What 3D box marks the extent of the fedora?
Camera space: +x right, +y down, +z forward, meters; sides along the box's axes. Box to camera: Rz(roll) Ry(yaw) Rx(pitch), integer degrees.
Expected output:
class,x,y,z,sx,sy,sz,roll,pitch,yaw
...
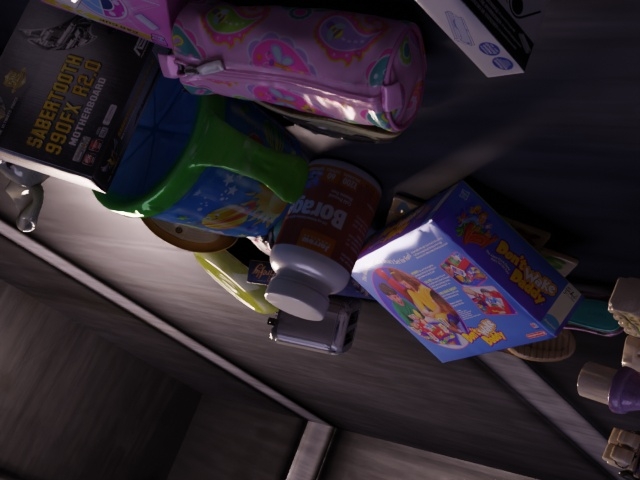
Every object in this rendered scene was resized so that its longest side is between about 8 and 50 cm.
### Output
class,x,y,z,sx,sy,sz,roll,pitch,yaw
fedora,-0.216,-0.064,1.631,0.194,0.194,0.079,25,124,-9

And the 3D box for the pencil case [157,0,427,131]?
class,x,y,z,sx,sy,sz,roll,pitch,yaw
pencil case,-0.029,-0.194,1.050,0.284,0.124,0.124,13,160,22

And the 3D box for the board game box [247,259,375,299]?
class,x,y,z,sx,sy,sz,roll,pitch,yaw
board game box,0.012,0.075,1.746,0.165,0.042,0.243,5,176,42

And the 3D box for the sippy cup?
class,x,y,z,sx,sy,sz,roll,pitch,yaw
sippy cup,-0.150,-0.111,1.291,0.240,0.305,0.224,-44,137,21

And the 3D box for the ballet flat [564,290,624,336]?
class,x,y,z,sx,sy,sz,roll,pitch,yaw
ballet flat,0.366,0.100,1.487,0.221,0.077,0.079,12,179,26

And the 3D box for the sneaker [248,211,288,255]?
class,x,y,z,sx,sy,sz,roll,pitch,yaw
sneaker,-0.079,-0.034,1.539,0.295,0.124,0.178,28,167,-41

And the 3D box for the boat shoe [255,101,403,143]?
class,x,y,z,sx,sy,sz,roll,pitch,yaw
boat shoe,-0.004,-0.163,1.175,0.223,0.080,0.073,16,156,3

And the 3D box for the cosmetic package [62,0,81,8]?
class,x,y,z,sx,sy,sz,roll,pitch,yaw
cosmetic package,-0.320,-0.383,0.803,0.385,0.156,0.217,31,159,-21

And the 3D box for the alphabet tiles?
class,x,y,z,sx,sy,sz,roll,pitch,yaw
alphabet tiles,0.236,0.020,1.522,0.285,0.011,0.342,20,162,4

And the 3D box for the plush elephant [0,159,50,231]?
class,x,y,z,sx,sy,sz,roll,pitch,yaw
plush elephant,-0.506,-0.161,1.475,0.255,0.272,0.330,24,-164,39

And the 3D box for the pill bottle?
class,x,y,z,sx,sy,sz,roll,pitch,yaw
pill bottle,0.000,0.000,1.405,0.121,0.216,0.121,19,161,7

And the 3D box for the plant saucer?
class,x,y,z,sx,sy,sz,roll,pitch,yaw
plant saucer,-0.177,0.077,1.987,0.241,0.037,0.241,38,168,9

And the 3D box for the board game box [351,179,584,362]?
class,x,y,z,sx,sy,sz,roll,pitch,yaw
board game box,0.195,0.060,1.437,0.233,0.078,0.347,43,158,-6

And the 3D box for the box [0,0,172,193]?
class,x,y,z,sx,sy,sz,roll,pitch,yaw
box,-0.303,-0.192,1.189,0.183,0.231,0.056,19,165,12

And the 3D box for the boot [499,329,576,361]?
class,x,y,z,sx,sy,sz,roll,pitch,yaw
boot,0.336,0.165,1.746,0.248,0.090,0.207,14,172,17

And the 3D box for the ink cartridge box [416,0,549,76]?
class,x,y,z,sx,sy,sz,roll,pitch,yaw
ink cartridge box,0.114,-0.236,0.809,0.046,0.097,0.207,0,152,48

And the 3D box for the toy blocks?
class,x,y,z,sx,sy,sz,roll,pitch,yaw
toy blocks,0.491,0.148,1.121,0.260,0.309,0.288,14,161,41

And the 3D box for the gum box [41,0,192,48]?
class,x,y,z,sx,sy,sz,roll,pitch,yaw
gum box,-0.243,-0.296,1.096,0.188,0.062,0.107,20,161,4

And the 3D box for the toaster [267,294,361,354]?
class,x,y,z,sx,sy,sz,roll,pitch,yaw
toaster,-0.007,0.154,1.927,0.146,0.129,0.227,13,-178,12
